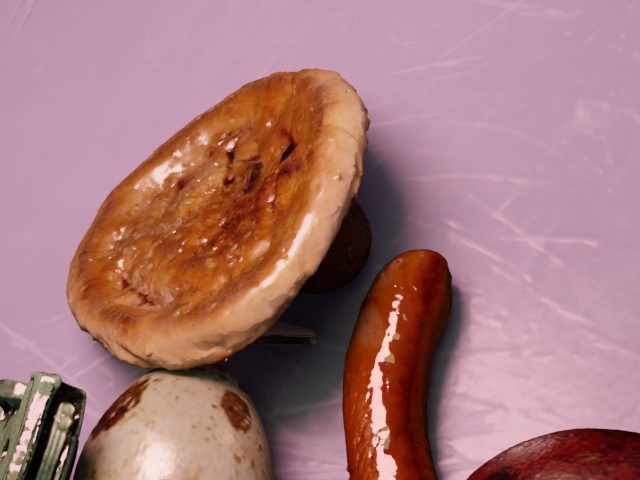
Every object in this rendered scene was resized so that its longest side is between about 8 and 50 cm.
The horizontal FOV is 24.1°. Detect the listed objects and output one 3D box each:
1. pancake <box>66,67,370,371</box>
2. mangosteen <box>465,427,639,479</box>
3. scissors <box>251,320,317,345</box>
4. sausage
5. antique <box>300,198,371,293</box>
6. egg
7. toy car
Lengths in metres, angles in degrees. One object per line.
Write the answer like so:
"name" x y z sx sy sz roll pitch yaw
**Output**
"pancake" -0.096 -0.029 1.351 0.356 0.065 0.356 -31 30 21
"mangosteen" 0.187 0.279 1.044 0.300 0.300 0.300 -7 63 15
"scissors" -0.085 0.081 1.395 0.176 0.022 0.085 4 65 23
"sausage" 0.069 0.148 1.281 0.103 0.076 0.302 -5 64 7
"antique" 0.000 0.000 1.363 0.104 0.104 0.104 -7 63 15
"egg" -0.121 0.200 1.264 0.169 0.169 0.231 -3 49 17
"toy car" -0.269 0.197 1.269 0.097 0.321 0.141 24 67 -19
